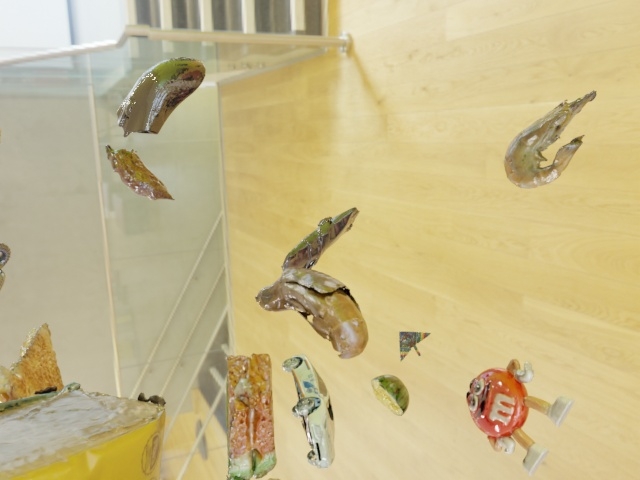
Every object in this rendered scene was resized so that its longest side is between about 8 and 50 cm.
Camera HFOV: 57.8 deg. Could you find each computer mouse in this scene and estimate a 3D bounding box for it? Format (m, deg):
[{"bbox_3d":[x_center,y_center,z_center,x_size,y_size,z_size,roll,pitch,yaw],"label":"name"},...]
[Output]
[{"bbox_3d":[-0.396,-0.358,1.389,0.147,0.264,0.088,30,171,33],"label":"computer mouse"}]

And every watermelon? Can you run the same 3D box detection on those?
[{"bbox_3d":[0.167,0.350,1.340,0.105,0.062,0.105,42,155,25],"label":"watermelon"}]

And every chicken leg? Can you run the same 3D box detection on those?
[{"bbox_3d":[-0.514,-0.187,1.627,0.234,0.105,0.063,46,132,9],"label":"chicken leg"}]

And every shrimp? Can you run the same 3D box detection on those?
[{"bbox_3d":[0.488,-0.203,1.234,0.254,0.059,0.145,-38,52,48],"label":"shrimp"}]

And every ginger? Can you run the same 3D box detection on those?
[{"bbox_3d":[-0.013,0.126,1.182,0.309,0.107,0.133,27,110,52],"label":"ginger"}]

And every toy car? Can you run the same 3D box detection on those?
[{"bbox_3d":[-0.012,0.238,0.822,0.205,0.056,0.095,-132,31,-70],"label":"toy car"}]

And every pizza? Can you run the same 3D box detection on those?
[{"bbox_3d":[-0.401,0.192,0.810,0.195,0.052,0.185,-117,10,-46],"label":"pizza"}]

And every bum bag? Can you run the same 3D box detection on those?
[{"bbox_3d":[0.000,0.000,1.440,0.060,0.248,0.123,39,157,17],"label":"bum bag"}]

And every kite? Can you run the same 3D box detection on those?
[{"bbox_3d":[0.253,0.285,1.616,0.090,0.122,0.004,50,-166,4],"label":"kite"}]

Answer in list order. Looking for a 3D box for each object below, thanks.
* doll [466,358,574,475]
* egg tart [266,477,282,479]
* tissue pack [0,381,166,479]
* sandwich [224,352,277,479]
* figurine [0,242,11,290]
[{"bbox_3d":[0.352,0.309,1.093,0.217,0.085,0.183,35,103,59],"label":"doll"},{"bbox_3d":[-0.114,0.678,1.491,0.130,0.052,0.130,4,96,45],"label":"egg tart"},{"bbox_3d":[-0.217,0.257,0.410,0.134,0.192,0.271,8,96,27],"label":"tissue pack"},{"bbox_3d":[-0.148,0.348,1.239,0.292,0.109,0.212,-110,25,-59],"label":"sandwich"},{"bbox_3d":[-0.797,0.172,1.232,0.261,0.186,0.382,76,-167,-77],"label":"figurine"}]
